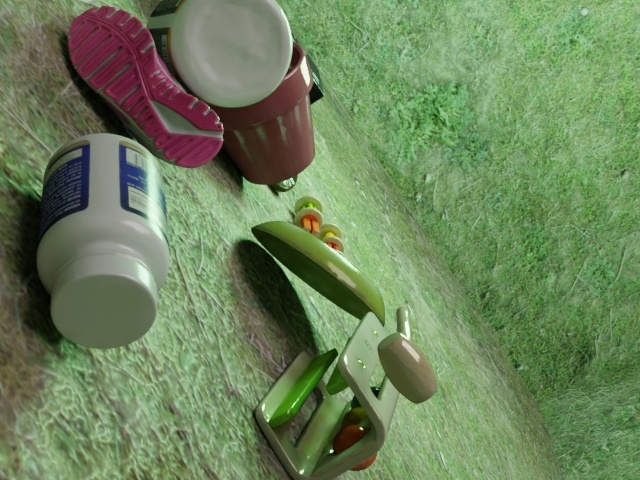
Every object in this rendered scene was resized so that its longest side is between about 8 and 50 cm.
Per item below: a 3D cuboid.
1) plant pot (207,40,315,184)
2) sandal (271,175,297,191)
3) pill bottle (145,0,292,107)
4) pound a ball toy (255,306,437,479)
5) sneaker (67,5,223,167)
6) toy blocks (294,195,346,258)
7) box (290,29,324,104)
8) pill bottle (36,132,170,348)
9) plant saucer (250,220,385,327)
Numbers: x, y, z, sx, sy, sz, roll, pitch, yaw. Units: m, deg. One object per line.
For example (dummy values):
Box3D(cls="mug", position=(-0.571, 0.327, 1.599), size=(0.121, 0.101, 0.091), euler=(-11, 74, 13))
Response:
Box3D(cls="plant pot", position=(-0.094, -0.198, 1.489), size=(0.201, 0.201, 0.180), euler=(-103, 173, -55))
Box3D(cls="sandal", position=(-0.071, -0.151, 1.748), size=(0.090, 0.060, 0.219), euler=(47, 31, -22))
Box3D(cls="pill bottle", position=(-0.156, -0.271, 1.284), size=(0.162, 0.162, 0.278), euler=(54, -10, -22))
Box3D(cls="pound a ball toy", position=(0.061, 0.181, 1.120), size=(0.135, 0.208, 0.319), euler=(58, 12, -2))
Box3D(cls="sneaker", position=(-0.221, -0.178, 1.153), size=(0.252, 0.103, 0.111), euler=(52, -12, 7))
Box3D(cls="toy blocks", position=(0.000, 0.000, 1.658), size=(0.123, 0.054, 0.148), euler=(53, 14, -26))
Box3D(cls="box", position=(-0.135, -0.347, 1.693), size=(0.270, 0.165, 0.143), euler=(52, 14, -27))
Box3D(cls="pill bottle", position=(-0.189, 0.000, 0.808), size=(0.112, 0.112, 0.186), euler=(49, 16, -37))
Box3D(cls="plant saucer", position=(0.004, 0.042, 1.348), size=(0.241, 0.037, 0.241), euler=(35, -11, 8))
